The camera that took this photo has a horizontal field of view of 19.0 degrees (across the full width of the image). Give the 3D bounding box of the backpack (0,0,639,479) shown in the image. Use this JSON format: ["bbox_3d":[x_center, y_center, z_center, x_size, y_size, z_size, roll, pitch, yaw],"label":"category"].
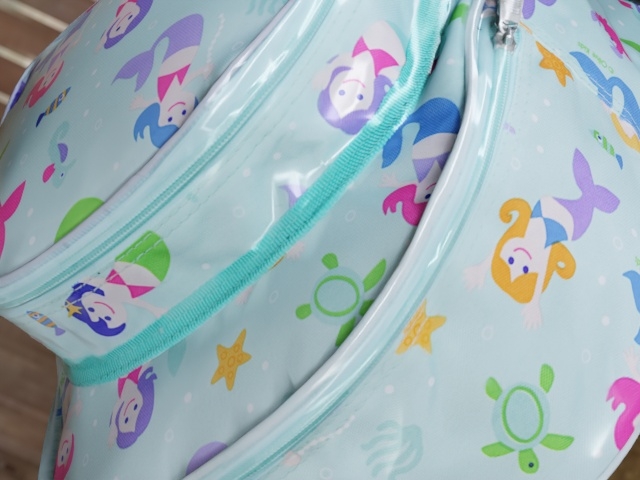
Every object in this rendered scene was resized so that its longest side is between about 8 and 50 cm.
[{"bbox_3d":[0.000,0.000,0.624,0.225,0.191,0.253,-35,-146,30],"label":"backpack"}]
